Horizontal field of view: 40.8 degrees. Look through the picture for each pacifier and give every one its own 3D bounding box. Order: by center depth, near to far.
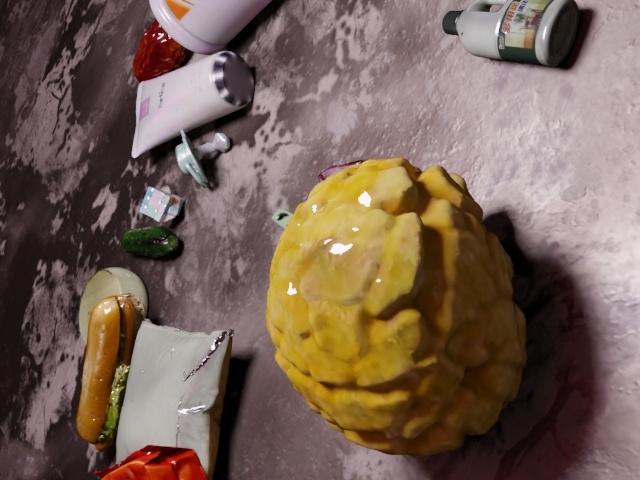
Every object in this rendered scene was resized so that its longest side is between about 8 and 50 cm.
[{"bbox_3d":[-0.238,-0.178,1.780,0.116,0.127,0.150,-24,19,-4],"label":"pacifier"}]

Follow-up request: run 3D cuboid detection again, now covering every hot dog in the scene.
[{"bbox_3d":[-0.422,0.274,1.761,0.100,0.135,0.337,14,100,18],"label":"hot dog"}]

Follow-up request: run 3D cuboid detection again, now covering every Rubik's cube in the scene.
[{"bbox_3d":[-0.334,-0.072,1.850,0.084,0.073,0.075,42,102,20],"label":"Rubik's cube"}]

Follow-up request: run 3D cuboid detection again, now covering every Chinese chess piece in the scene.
[{"bbox_3d":[-0.457,0.153,1.893,0.188,0.083,0.188,-14,70,43],"label":"Chinese chess piece"}]

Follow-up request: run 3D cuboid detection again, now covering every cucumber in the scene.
[{"bbox_3d":[-0.380,0.003,1.876,0.227,0.069,0.069,-1,76,51],"label":"cucumber"}]

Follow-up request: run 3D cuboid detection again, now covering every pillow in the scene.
[{"bbox_3d":[-0.279,0.309,1.617,0.310,0.119,0.312,0,78,46],"label":"pillow"}]

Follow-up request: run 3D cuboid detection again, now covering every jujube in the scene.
[{"bbox_3d":[-0.368,-0.434,1.983,0.176,0.109,0.112,-49,12,27],"label":"jujube"}]

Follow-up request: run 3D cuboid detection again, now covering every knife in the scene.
[{"bbox_3d":[-0.002,0.000,1.509,0.293,0.020,0.043,31,101,48],"label":"knife"}]

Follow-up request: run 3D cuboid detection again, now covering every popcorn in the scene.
[{"bbox_3d":[0.087,0.088,1.145,0.344,0.354,0.390,-14,64,23],"label":"popcorn"}]

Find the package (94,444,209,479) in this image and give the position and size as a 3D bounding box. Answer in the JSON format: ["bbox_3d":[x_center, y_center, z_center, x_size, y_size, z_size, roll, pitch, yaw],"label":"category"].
[{"bbox_3d":[-0.236,0.549,1.429,0.196,0.123,0.423,-37,72,35],"label":"package"}]

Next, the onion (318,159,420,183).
[{"bbox_3d":[0.090,-0.063,1.381,0.206,0.151,0.098,34,135,58],"label":"onion"}]

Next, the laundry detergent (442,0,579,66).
[{"bbox_3d":[0.275,-0.322,1.295,0.225,0.070,0.099,23,102,49],"label":"laundry detergent"}]

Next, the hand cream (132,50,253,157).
[{"bbox_3d":[-0.296,-0.302,1.842,0.358,0.118,0.185,-12,72,42],"label":"hand cream"}]

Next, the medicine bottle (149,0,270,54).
[{"bbox_3d":[-0.184,-0.550,1.759,0.316,0.202,0.202,-35,53,33],"label":"medicine bottle"}]
